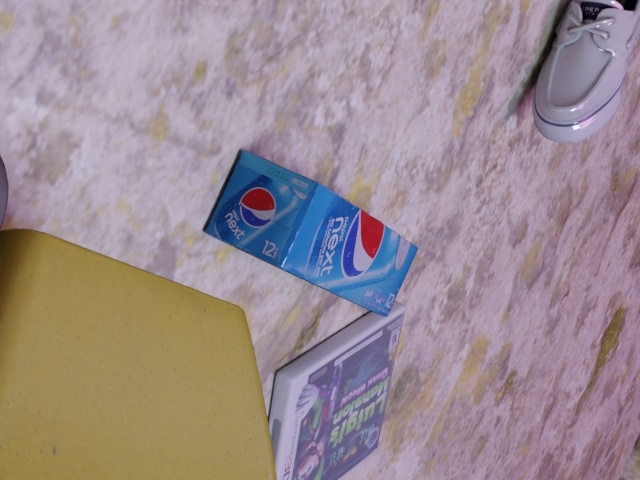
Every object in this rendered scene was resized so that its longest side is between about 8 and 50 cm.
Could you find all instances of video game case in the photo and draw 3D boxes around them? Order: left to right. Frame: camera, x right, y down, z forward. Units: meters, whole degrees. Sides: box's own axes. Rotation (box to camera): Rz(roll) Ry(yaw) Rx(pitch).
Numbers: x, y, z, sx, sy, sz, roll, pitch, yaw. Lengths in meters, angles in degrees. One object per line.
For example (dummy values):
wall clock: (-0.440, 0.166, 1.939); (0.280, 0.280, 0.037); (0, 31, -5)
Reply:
video game case: (0.010, 0.162, 1.162); (0.190, 0.022, 0.173); (-28, 135, -51)

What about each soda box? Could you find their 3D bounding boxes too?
soda box: (0.000, 0.000, 0.959); (0.067, 0.071, 0.210); (-65, 153, -1)

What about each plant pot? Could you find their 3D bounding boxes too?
plant pot: (-0.144, 0.107, 0.608); (0.212, 0.212, 0.187); (26, 66, -44)

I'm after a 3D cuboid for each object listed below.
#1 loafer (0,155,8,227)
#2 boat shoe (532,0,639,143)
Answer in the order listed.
loafer: (-0.264, 0.062, 0.452); (0.366, 0.134, 0.130); (-63, 151, -28)
boat shoe: (0.281, -0.218, 1.295); (0.258, 0.095, 0.084); (-64, 151, -28)
